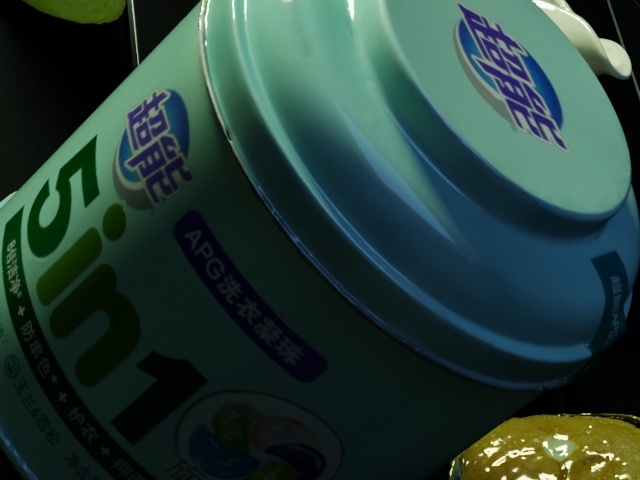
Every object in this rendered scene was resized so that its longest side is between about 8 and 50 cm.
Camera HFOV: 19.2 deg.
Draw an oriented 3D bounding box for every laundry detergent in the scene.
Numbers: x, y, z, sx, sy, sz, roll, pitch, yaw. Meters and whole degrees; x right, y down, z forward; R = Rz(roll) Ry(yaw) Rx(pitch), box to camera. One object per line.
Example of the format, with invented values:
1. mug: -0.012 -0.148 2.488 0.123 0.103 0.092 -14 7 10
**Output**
1. laundry detergent: 0.000 0.000 1.037 0.287 0.305 0.287 30 37 -26

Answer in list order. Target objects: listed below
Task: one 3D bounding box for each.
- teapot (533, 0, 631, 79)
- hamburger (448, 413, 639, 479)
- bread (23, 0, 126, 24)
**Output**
1. teapot: 0.143 -0.191 1.544 0.204 0.139 0.298 21 31 -44
2. hamburger: 0.157 0.186 1.164 0.177 0.185 0.113 34 -28 49
3. bread: -0.165 -0.219 1.252 0.111 0.114 0.129 14 42 -33
